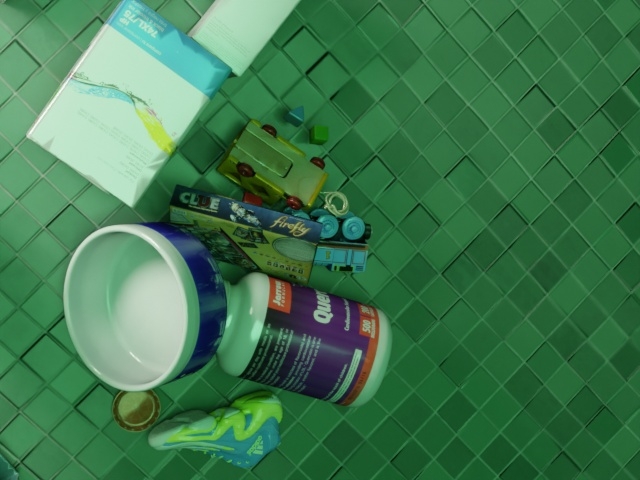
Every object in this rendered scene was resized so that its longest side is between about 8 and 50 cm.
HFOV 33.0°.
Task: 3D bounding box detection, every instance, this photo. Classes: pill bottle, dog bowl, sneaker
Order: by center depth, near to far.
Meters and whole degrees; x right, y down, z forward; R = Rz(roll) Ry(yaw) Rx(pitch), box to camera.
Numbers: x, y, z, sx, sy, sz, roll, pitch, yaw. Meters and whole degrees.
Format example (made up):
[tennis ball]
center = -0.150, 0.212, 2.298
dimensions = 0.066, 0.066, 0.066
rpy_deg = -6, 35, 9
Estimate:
[dog bowl]
center = -0.281, 0.102, 1.728
dimensions = 0.104, 0.265, 0.264
rpy_deg = -10, 102, -56
[pill bottle]
center = -0.052, 0.163, 1.836
dimensions = 0.323, 0.181, 0.181
rpy_deg = 18, 92, -17
[sneaker]
center = -0.172, 0.351, 1.874
dimensions = 0.240, 0.091, 0.126
rpy_deg = -15, 101, -14

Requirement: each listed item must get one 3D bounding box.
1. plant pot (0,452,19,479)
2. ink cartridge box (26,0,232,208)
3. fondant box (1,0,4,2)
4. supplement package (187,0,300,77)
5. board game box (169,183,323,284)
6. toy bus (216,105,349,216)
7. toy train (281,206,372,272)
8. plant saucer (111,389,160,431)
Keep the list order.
[plant pot]
center = -0.636, 0.419, 1.724
dimensions = 0.234, 0.166, 0.165
rpy_deg = -38, 104, 0
[ink cartridge box]
center = -0.309, -0.217, 1.714
dimensions = 0.197, 0.198, 0.270
rpy_deg = 35, 86, -17
[fondant box]
center = -0.552, -0.565, 1.662
dimensions = 0.330, 0.096, 0.238
rpy_deg = 39, 86, -15
[supplement package]
center = -0.127, -0.370, 1.793
dimensions = 0.105, 0.105, 0.179
rpy_deg = 39, 87, -16
[board game box]
center = -0.125, -0.007, 1.775
dimensions = 0.243, 0.165, 0.042
rpy_deg = 15, 64, 0
[toy bus]
center = -0.075, -0.111, 1.835
dimensions = 0.191, 0.104, 0.202
rpy_deg = -11, 79, -25
[toy train]
center = 0.000, 0.000, 1.887
dimensions = 0.184, 0.080, 0.105
rpy_deg = 4, 101, -16
[plant saucer]
center = -0.319, 0.289, 1.867
dimensions = 0.084, 0.013, 0.083
rpy_deg = -2, 98, -15
